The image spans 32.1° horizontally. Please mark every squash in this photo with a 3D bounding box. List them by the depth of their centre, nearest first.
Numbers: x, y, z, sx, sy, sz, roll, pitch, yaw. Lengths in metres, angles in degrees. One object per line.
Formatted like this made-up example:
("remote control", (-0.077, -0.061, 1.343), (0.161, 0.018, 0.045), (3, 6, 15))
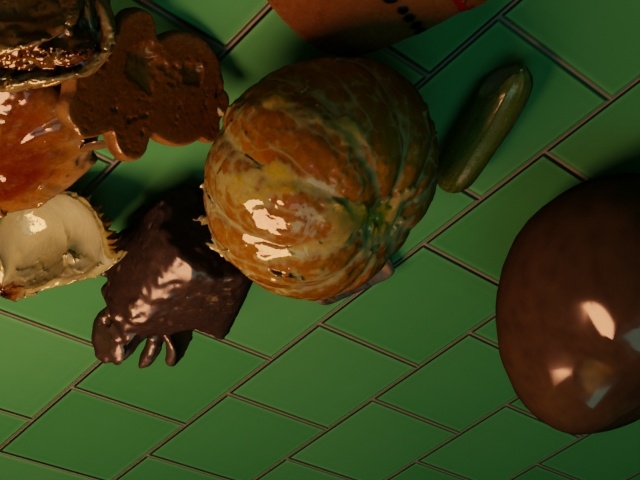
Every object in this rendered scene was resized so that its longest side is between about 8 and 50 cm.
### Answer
("squash", (0.224, -0.153, 1.545), (0.069, 0.069, 0.239), (9, 137, -21))

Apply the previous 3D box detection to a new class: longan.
("longan", (0.431, 0.089, 1.646), (0.336, 0.404, 0.404), (29, 132, -1))

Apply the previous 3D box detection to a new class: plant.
("plant", (-0.209, 0.060, 1.610), (0.188, 0.199, 0.276), (14, 137, -33))

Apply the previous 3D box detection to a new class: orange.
("orange", (-0.001, -0.084, 1.415), (0.329, 0.249, 0.329), (-42, 152, -29))

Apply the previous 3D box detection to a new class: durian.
("durian", (-0.375, 0.007, 1.556), (0.252, 0.139, 0.144), (-13, 136, 14))

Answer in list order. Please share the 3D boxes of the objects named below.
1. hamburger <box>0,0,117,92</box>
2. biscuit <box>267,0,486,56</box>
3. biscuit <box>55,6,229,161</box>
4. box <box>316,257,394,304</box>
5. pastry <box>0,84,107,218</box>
("hamburger", (-0.317, -0.261, 1.219), (0.183, 0.206, 0.130), (-12, 169, 4))
("biscuit", (0.063, -0.331, 1.299), (0.277, 0.052, 0.262), (-19, 140, 18))
("biscuit", (-0.211, -0.188, 1.351), (0.249, 0.035, 0.184), (-5, 102, -45))
("box", (0.000, 0.000, 1.701), (0.142, 0.044, 0.285), (-26, 138, 12))
("pastry", (-0.431, -0.145, 1.369), (0.330, 0.136, 0.329), (-6, 141, -5))
